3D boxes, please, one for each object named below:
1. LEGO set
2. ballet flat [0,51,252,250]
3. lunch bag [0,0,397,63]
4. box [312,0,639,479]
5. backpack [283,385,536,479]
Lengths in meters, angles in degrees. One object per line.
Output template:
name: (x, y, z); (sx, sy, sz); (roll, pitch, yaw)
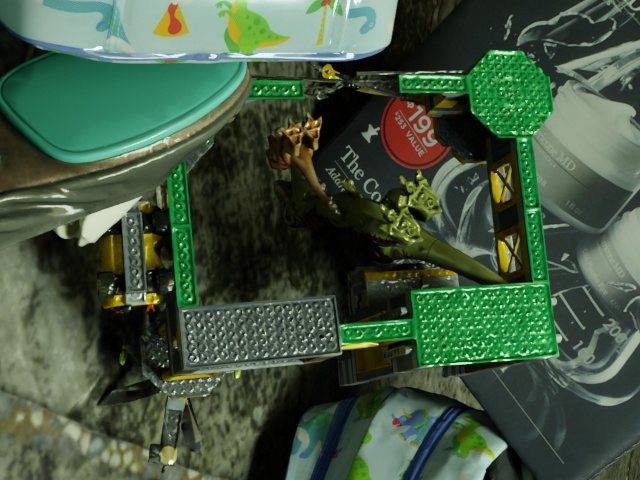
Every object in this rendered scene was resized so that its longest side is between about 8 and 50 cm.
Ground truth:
LEGO set: (0.000, 0.000, 0.769); (0.331, 0.192, 0.255); (-11, 82, -18)
ballet flat: (-0.162, -0.034, 0.581); (0.280, 0.095, 0.096); (-25, 150, -31)
lunch bag: (-0.077, -0.163, 0.604); (0.218, 0.176, 0.090); (-4, 121, -26)
box: (0.219, -0.035, 0.893); (0.343, 0.312, 0.179); (53, 25, 19)
backpack: (0.062, 0.298, 0.908); (0.290, 0.273, 0.356); (20, 98, -56)
